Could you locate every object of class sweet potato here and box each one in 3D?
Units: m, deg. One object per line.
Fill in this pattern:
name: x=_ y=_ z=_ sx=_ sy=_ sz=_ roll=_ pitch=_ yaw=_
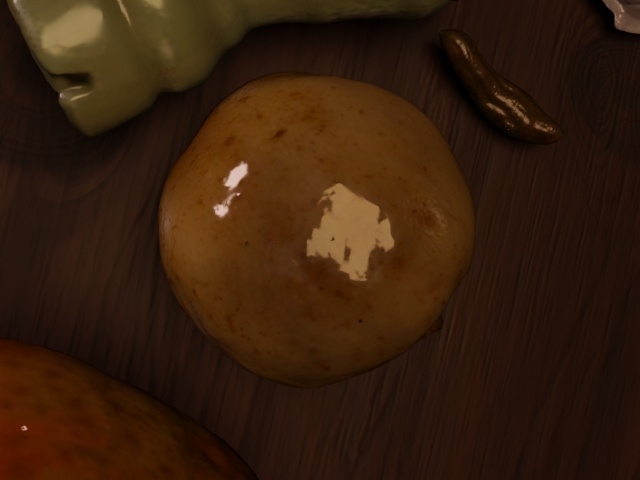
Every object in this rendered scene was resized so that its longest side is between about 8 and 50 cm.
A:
sweet potato: x=0.192 y=-0.166 z=0.903 sx=0.182 sy=0.054 sz=0.053 roll=39 pitch=115 yaw=-14

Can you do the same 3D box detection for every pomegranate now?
pomegranate: x=-0.009 y=-0.016 z=0.752 sx=0.307 sy=0.307 sz=0.307 roll=0 pitch=91 yaw=-14

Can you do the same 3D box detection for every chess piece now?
chess piece: x=-0.062 y=-0.263 z=0.762 sx=0.442 sy=0.234 sz=0.234 roll=-27 pitch=97 yaw=-9

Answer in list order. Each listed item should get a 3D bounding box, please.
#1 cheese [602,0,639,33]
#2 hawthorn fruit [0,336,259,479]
cheese: x=0.373 y=-0.364 z=0.945 sx=0.135 sy=0.052 sz=0.244 roll=1 pitch=90 yaw=-17
hawthorn fruit: x=-0.232 y=0.314 z=0.622 sx=0.472 sy=0.472 sz=0.471 roll=0 pitch=91 yaw=-14
